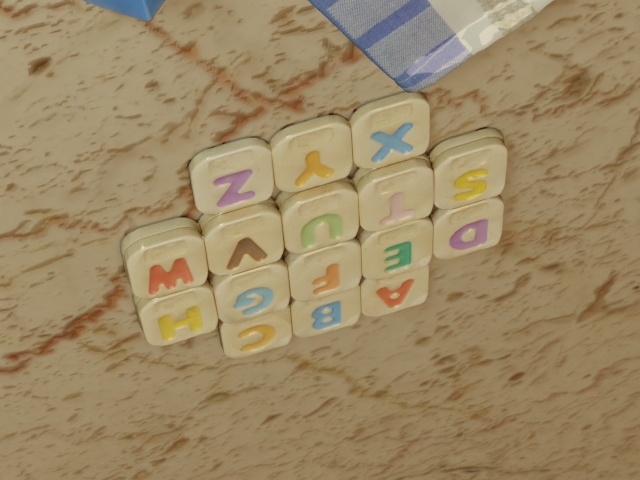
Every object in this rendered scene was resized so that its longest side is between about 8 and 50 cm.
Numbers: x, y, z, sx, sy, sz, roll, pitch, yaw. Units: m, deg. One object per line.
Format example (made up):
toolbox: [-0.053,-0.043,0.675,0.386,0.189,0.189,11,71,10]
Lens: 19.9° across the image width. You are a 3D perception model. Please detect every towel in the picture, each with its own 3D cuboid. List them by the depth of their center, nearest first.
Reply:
towel: [0.121,-0.202,1.068,0.285,0.034,0.209,-30,147,15]

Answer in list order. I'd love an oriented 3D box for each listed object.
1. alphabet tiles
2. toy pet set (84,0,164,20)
alphabet tiles: [0.000,0.000,1.321,0.284,0.021,0.278,-17,149,-8]
toy pet set: [-0.116,-0.169,0.943,0.122,0.065,0.114,-18,149,-4]
